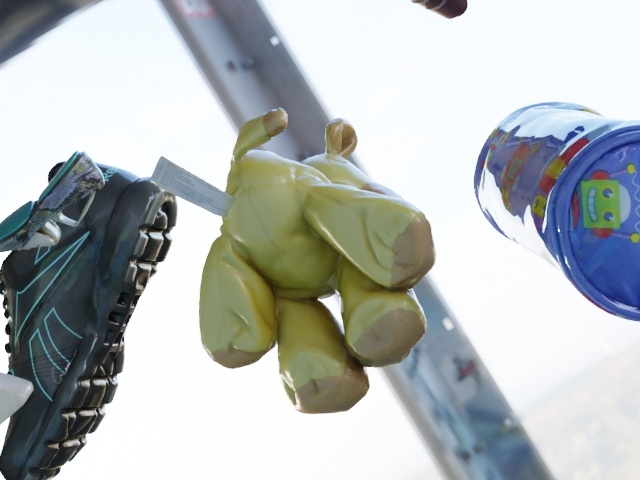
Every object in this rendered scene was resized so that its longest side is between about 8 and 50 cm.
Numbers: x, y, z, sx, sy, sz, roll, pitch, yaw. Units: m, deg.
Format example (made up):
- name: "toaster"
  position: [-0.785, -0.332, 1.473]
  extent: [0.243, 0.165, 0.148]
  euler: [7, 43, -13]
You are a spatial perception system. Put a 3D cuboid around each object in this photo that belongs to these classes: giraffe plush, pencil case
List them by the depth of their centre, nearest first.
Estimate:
- name: "pencil case"
  position: [0.191, -0.029, 1.028]
  extent: [0.133, 0.119, 0.306]
  euler: [12, 8, -6]
- name: "giraffe plush"
  position: [0.000, 0.000, 1.066]
  extent: [0.181, 0.210, 0.170]
  euler: [-48, -10, 21]

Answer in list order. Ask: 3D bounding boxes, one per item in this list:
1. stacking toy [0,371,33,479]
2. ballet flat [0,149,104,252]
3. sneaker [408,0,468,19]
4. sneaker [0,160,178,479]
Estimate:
- name: "stacking toy"
  position: [-0.363, 0.139, 1.186]
  extent: [0.279, 0.309, 0.130]
  euler: [-61, 3, 23]
- name: "ballet flat"
  position: [-0.195, -0.017, 1.079]
  extent: [0.114, 0.041, 0.041]
  euler: [-39, -10, 25]
- name: "sneaker"
  position: [0.078, -0.289, 1.205]
  extent: [0.162, 0.281, 0.106]
  euler: [25, -36, -34]
- name: "sneaker"
  position: [-0.203, 0.064, 1.184]
  extent: [0.101, 0.106, 0.267]
  euler: [21, -90, -78]
